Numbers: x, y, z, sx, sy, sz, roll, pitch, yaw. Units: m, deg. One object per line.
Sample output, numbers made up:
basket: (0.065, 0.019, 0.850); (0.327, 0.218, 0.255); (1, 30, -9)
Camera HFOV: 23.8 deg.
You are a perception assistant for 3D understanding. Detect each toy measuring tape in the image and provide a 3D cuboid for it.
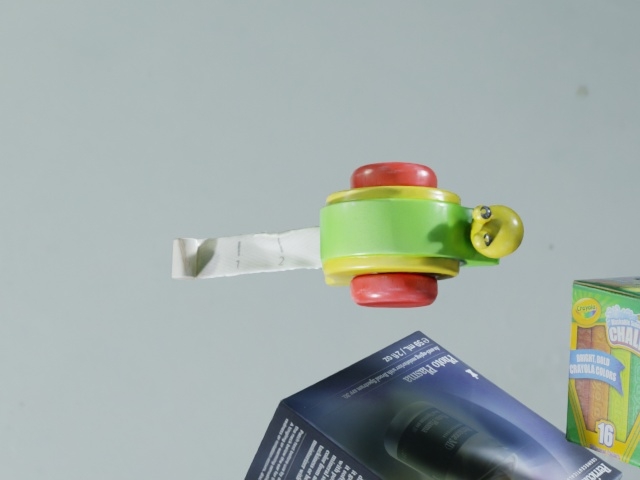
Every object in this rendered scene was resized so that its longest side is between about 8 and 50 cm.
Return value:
toy measuring tape: (0.000, 0.000, 1.213); (0.330, 0.121, 0.121); (-4, 62, 27)

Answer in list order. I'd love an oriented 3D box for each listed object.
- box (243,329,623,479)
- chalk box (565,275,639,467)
box: (0.118, 0.274, 1.625); (0.294, 0.183, 0.296); (35, 29, 21)
chalk box: (0.331, 0.101, 1.478); (0.132, 0.132, 0.213); (-4, 98, -28)
